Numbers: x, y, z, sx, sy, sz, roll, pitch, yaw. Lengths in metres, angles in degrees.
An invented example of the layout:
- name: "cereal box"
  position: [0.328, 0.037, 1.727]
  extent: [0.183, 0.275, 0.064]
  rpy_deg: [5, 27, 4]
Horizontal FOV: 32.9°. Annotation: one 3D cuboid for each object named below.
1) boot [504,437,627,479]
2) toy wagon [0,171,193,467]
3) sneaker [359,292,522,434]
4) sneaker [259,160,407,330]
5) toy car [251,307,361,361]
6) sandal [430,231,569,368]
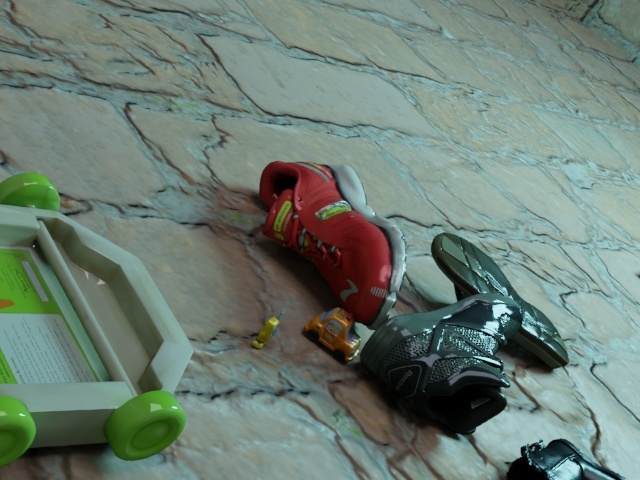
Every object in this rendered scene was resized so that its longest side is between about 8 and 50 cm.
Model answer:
- name: "boot"
  position: [0.242, 0.237, 1.036]
  extent: [0.121, 0.045, 0.099]
  rpy_deg: [39, 23, 27]
- name: "toy wagon"
  position: [-0.256, 0.048, 0.761]
  extent: [0.344, 0.068, 0.267]
  rpy_deg: [5, 37, -44]
- name: "sneaker"
  position: [0.151, 0.125, 1.084]
  extent: [0.228, 0.087, 0.130]
  rpy_deg: [-9, 50, -51]
- name: "sneaker"
  position: [0.000, 0.000, 1.130]
  extent: [0.118, 0.107, 0.279]
  rpy_deg: [10, 23, -25]
- name: "toy car"
  position: [-0.004, 0.089, 1.013]
  extent: [0.060, 0.040, 0.122]
  rpy_deg: [45, 27, 22]
- name: "sandal"
  position: [0.201, 0.080, 1.259]
  extent: [0.219, 0.060, 0.090]
  rpy_deg: [40, 28, -20]
